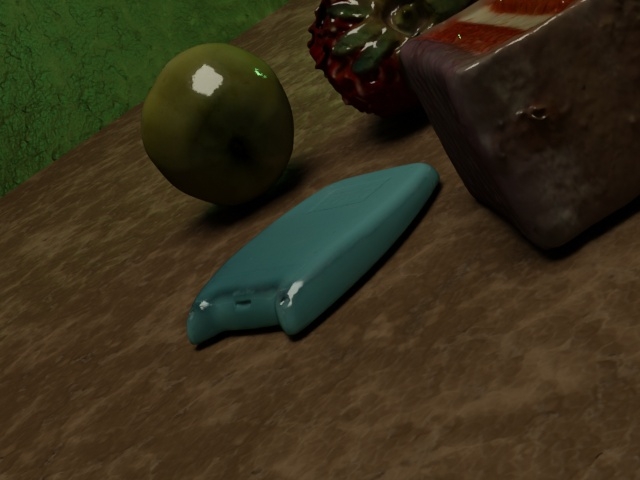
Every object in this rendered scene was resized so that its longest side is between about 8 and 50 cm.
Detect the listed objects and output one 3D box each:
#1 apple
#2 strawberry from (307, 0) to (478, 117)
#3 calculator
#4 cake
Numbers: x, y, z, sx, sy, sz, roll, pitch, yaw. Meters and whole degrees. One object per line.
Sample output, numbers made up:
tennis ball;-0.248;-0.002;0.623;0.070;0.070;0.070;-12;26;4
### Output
apple;-0.167;-0.186;1.796;0.262;0.262;0.262;-26;19;10
strawberry;0.149;-0.342;1.814;0.295;0.317;0.345;19;0;16
calculator;0.000;0.000;1.423;0.256;0.054;0.386;-10;23;44
cake;0.245;-0.161;1.211;0.237;0.230;0.309;-28;19;-1
